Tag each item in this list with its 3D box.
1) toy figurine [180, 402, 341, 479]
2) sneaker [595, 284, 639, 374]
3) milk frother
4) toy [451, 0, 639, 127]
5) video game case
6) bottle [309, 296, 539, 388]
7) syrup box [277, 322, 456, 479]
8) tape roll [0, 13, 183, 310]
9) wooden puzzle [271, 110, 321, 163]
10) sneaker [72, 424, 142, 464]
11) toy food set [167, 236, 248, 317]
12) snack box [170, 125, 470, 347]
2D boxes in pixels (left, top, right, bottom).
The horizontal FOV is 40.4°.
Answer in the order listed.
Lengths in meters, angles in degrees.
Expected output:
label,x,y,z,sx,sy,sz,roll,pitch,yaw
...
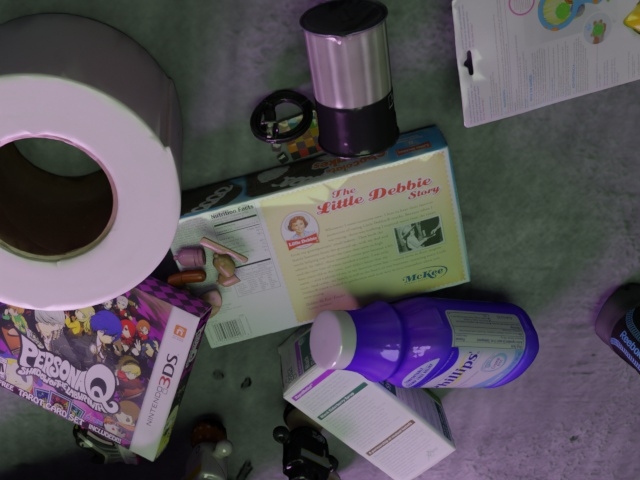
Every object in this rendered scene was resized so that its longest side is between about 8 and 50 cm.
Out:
label,x,y,z,sx,sy,sz,roll,pitch,yaw
toy figurine,-0.073,0.321,1.145,0.210,0.148,0.213,-10,125,5
sneaker,0.523,0.162,1.128,0.341,0.139,0.125,11,118,-16
milk frother,-0.004,-0.160,0.857,0.143,0.129,0.134,-14,126,-7
toy,0.247,-0.216,0.902,0.237,0.056,0.136,-15,119,-5
video game case,-0.257,0.117,0.987,0.232,0.042,0.210,25,115,7
bottle,0.123,0.121,1.027,0.283,0.092,0.118,7,139,-33
syrup box,0.059,0.201,1.111,0.096,0.093,0.237,-39,119,16
tape roll,-0.257,-0.077,0.848,0.246,0.169,0.246,-4,122,-7
wooden puzzle,-0.016,-0.117,0.954,0.083,0.006,0.049,-19,122,4
sneaker,-0.282,0.222,1.094,0.075,0.063,0.170,-14,122,2
toy food set,-0.133,0.041,0.959,0.078,0.019,0.122,27,125,-20
snack box,0.000,0.000,0.997,0.322,0.060,0.187,-14,124,1
